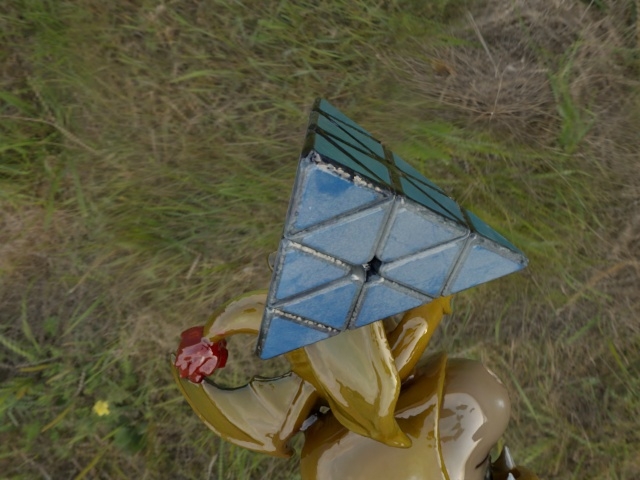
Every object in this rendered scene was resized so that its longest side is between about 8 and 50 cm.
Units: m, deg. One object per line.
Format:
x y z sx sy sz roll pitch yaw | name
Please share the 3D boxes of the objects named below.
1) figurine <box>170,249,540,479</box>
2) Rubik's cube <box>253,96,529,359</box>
0.031 0.187 0.970 0.401 0.268 0.387 -25 91 43 | figurine
0.000 0.000 0.567 0.211 0.178 0.190 36 88 22 | Rubik's cube
